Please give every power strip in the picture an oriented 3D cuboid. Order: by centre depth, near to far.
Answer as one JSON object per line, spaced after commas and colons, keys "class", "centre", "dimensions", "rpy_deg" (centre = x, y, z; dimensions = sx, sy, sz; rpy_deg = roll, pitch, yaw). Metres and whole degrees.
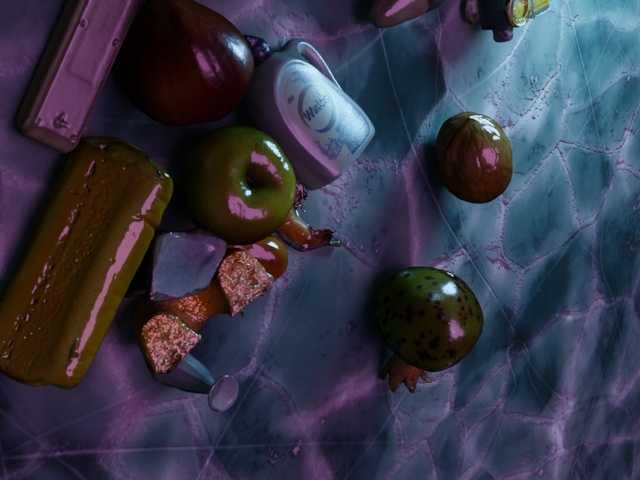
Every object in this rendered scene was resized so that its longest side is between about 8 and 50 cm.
{"class": "power strip", "centre": [-0.327, -0.317, 1.459], "dimensions": [0.092, 0.066, 0.388], "rpy_deg": [28, 84, -46]}

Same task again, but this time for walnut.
{"class": "walnut", "centre": [0.323, -0.173, 2.121], "dimensions": [0.167, 0.167, 0.207], "rpy_deg": [-43, 135, -29]}

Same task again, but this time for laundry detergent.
{"class": "laundry detergent", "centre": [-0.038, -0.245, 1.736], "dimensions": [0.280, 0.105, 0.215], "rpy_deg": [53, 46, -14]}

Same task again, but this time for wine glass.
{"class": "wine glass", "centre": [-0.209, 0.232, 1.690], "dimensions": [0.073, 0.155, 0.073], "rpy_deg": [-22, 122, -41]}

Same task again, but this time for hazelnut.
{"class": "hazelnut", "centre": [-0.204, -0.279, 1.510], "dimensions": [0.208, 0.208, 0.208], "rpy_deg": [-17, 115, -43]}

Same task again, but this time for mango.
{"class": "mango", "centre": [-0.132, 0.026, 1.765], "dimensions": [0.159, 0.084, 0.105], "rpy_deg": [23, 101, -32]}

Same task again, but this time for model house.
{"class": "model house", "centre": [-0.249, 0.036, 1.584], "dimensions": [0.165, 0.152, 0.106], "rpy_deg": [-3, 91, -46]}

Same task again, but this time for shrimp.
{"class": "shrimp", "centre": [-0.008, -0.102, 1.841], "dimensions": [0.290, 0.054, 0.222], "rpy_deg": [-39, 111, -39]}

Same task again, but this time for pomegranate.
{"class": "pomegranate", "centre": [0.226, 0.196, 2.090], "dimensions": [0.231, 0.231, 0.286], "rpy_deg": [-18, 114, -43]}

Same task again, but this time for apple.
{"class": "apple", "centre": [-0.137, -0.089, 1.646], "dimensions": [0.196, 0.157, 0.196], "rpy_deg": [6, 81, -39]}

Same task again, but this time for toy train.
{"class": "toy train", "centre": [0.386, -0.552, 2.091], "dimensions": [0.177, 0.134, 0.261], "rpy_deg": [-33, 125, -36]}

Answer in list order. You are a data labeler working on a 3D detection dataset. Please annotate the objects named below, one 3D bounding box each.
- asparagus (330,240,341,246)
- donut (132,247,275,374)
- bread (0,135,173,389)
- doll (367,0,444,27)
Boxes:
{"class": "asparagus", "centre": [0.000, 0.000, 1.944], "dimensions": [0.114, 0.014, 0.015], "rpy_deg": [12, 60, -49]}
{"class": "donut", "centre": [-0.217, 0.107, 1.656], "dimensions": [0.259, 0.152, 0.101], "rpy_deg": [-42, 114, -25]}
{"class": "bread", "centre": [-0.351, 0.033, 1.485], "dimensions": [0.112, 0.166, 0.384], "rpy_deg": [83, 30, -81]}
{"class": "doll", "centre": [0.141, -0.517, 1.763], "dimensions": [0.382, 0.252, 0.379], "rpy_deg": [-46, 131, -20]}
